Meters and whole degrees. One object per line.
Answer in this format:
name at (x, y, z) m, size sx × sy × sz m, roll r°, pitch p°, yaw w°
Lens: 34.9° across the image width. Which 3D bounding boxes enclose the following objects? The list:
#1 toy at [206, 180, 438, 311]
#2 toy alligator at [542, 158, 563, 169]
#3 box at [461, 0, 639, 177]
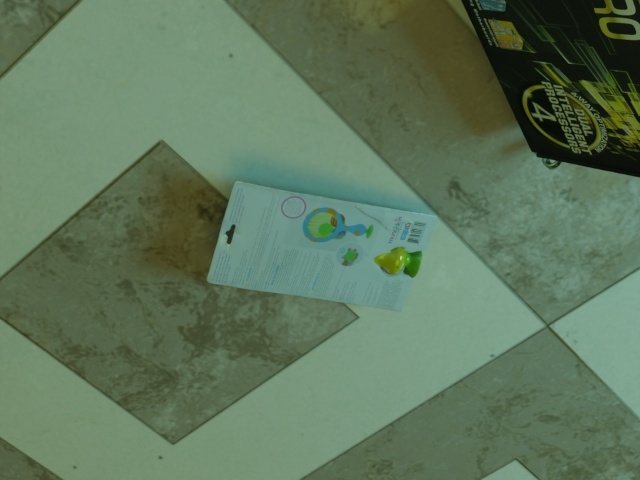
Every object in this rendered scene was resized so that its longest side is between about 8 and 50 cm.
toy at (0.000, 0.000, 1.164) m, size 0.237 × 0.056 × 0.137 m, roll 11°, pitch 120°, yaw -13°
toy alligator at (0.327, -0.122, 1.084) m, size 0.189 × 0.056 × 0.051 m, roll -28°, pitch 160°, yaw 18°
box at (0.262, -0.211, 0.855) m, size 0.318 × 0.097 × 0.395 m, roll 17°, pitch 150°, yaw 45°
